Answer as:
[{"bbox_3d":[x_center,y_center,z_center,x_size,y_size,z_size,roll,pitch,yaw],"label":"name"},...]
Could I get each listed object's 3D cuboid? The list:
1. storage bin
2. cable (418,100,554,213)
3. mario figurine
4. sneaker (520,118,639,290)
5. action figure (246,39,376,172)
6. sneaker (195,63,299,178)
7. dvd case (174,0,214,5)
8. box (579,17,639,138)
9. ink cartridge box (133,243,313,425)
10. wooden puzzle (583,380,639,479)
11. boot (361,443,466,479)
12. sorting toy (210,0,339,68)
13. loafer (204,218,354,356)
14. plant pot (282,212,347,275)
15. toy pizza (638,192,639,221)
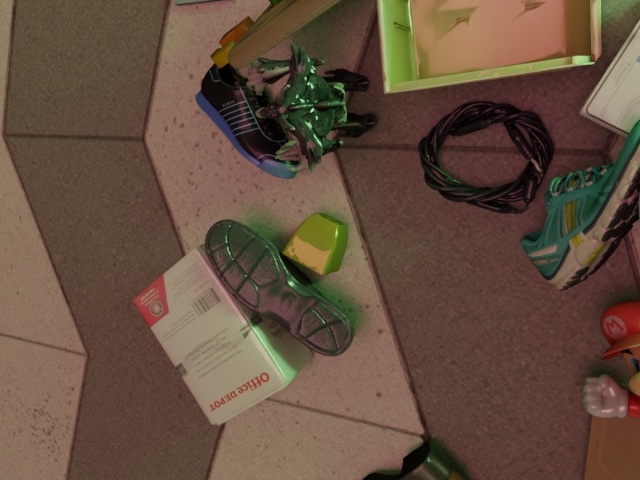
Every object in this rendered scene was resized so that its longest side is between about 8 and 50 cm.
[{"bbox_3d":[0.211,-0.337,0.711,0.260,0.123,0.262,-1,102,26],"label":"storage bin"},{"bbox_3d":[0.230,-0.124,0.801,0.184,0.047,0.150,22,112,20],"label":"cable"},{"bbox_3d":[0.454,0.223,0.689,0.198,0.170,0.320,-35,76,16],"label":"mario figurine"},{"bbox_3d":[0.334,-0.045,0.702,0.110,0.107,0.275,50,147,27],"label":"sneaker"},{"bbox_3d":[-0.021,-0.178,0.775,0.141,0.276,0.164,-9,100,26],"label":"action figure"},{"bbox_3d":[-0.112,-0.203,0.923,0.232,0.081,0.090,44,124,10],"label":"sneaker"},{"bbox_3d":[-0.198,-0.446,0.938,0.119,0.013,0.087,6,106,23],"label":"dvd case"},{"bbox_3d":[0.481,-0.156,0.650,0.290,0.087,0.169,34,116,14],"label":"box"},{"bbox_3d":[-0.181,0.164,1.032,0.207,0.117,0.283,-36,86,28],"label":"ink cartridge box"},{"bbox_3d":[0.502,0.329,0.799,0.221,0.044,0.238,7,102,24],"label":"wooden puzzle"},{"bbox_3d":[0.200,0.519,0.983,0.280,0.096,0.264,47,110,-1],"label":"boot"},{"bbox_3d":[-0.061,-0.336,0.792,0.307,0.229,0.041,-21,126,35],"label":"sorting toy"},{"bbox_3d":[-0.070,0.083,0.954,0.302,0.095,0.109,41,91,5],"label":"loafer"},{"bbox_3d":[0.000,0.000,0.927,0.081,0.081,0.083,28,102,17],"label":"plant pot"},{"bbox_3d":[0.439,-0.053,0.601,0.201,0.032,0.201,0,106,0],"label":"toy pizza"}]
